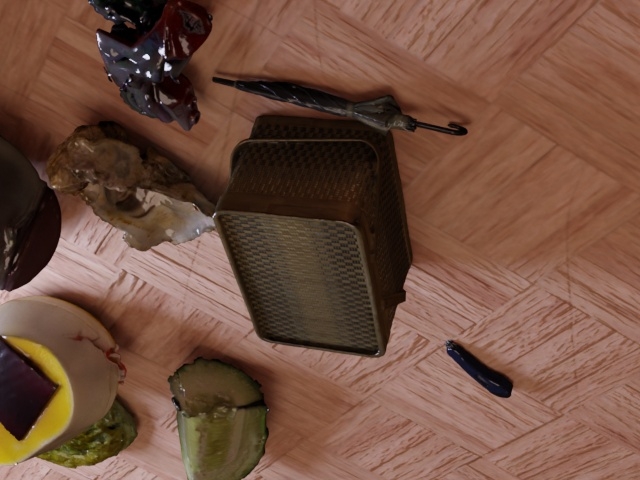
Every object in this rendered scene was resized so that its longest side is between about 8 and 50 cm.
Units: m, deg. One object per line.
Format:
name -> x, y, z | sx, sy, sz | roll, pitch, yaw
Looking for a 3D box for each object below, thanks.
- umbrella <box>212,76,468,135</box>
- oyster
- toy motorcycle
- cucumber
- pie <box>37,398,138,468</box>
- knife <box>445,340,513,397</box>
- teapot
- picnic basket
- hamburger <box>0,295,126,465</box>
umbrella -> 0.015, -0.137, 1.073 | 0.269, 0.044, 0.044 | 12, 113, 8
oyster -> -0.210, -0.062, 1.240 | 0.161, 0.107, 0.233 | -21, 146, 36
toy motorcycle -> -0.156, -0.184, 1.060 | 0.122, 0.082, 0.213 | 22, 154, 14
cucumber -> -0.160, 0.291, 1.656 | 0.145, 0.105, 0.325 | -6, 145, -11
pie -> -0.450, 0.302, 1.810 | 0.277, 0.078, 0.277 | 10, 140, 9
knife -> 0.205, 0.168, 1.396 | 0.121, 0.018, 0.031 | 39, 147, -23
teapot -> -0.469, -0.045, 1.291 | 0.312, 0.233, 0.315 | 23, 173, -13
picnic basket -> 0.000, 0.000, 1.171 | 0.165, 0.139, 0.266 | 6, 142, 17
hamburger -> -0.434, 0.206, 1.598 | 0.295, 0.151, 0.227 | -32, 102, 32
